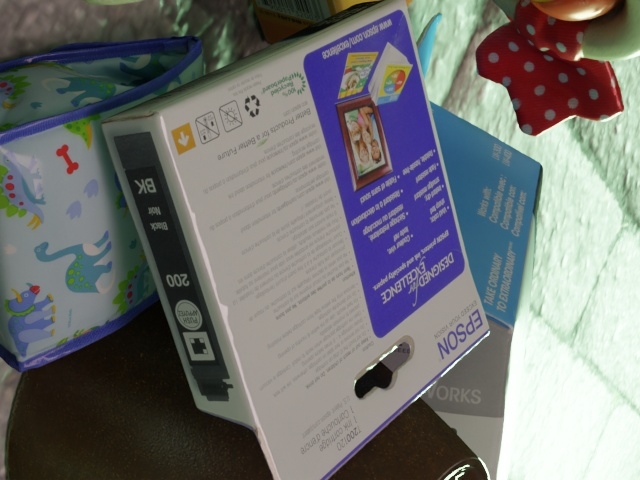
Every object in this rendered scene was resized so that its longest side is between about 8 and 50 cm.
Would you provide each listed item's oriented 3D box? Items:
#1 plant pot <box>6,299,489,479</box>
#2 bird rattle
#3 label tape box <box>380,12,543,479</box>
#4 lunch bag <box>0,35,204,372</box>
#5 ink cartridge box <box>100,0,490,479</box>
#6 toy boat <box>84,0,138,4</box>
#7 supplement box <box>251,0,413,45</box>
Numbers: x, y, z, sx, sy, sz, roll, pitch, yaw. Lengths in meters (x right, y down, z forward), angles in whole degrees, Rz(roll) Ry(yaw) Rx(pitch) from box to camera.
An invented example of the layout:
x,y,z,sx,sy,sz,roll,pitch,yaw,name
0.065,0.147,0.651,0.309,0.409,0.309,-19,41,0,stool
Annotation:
x,y,z,sx,sy,sz,roll,pitch,yaw,name
-0.026,0.131,0.763,0.215,0.230,0.215,-33,134,-44,plant pot
0.147,-0.174,0.858,0.143,0.207,0.253,-41,114,-18,bird rattle
0.096,0.044,0.935,0.249,0.115,0.348,-65,161,-59,label tape box
-0.118,-0.028,0.657,0.151,0.096,0.129,-24,128,-37,lunch bag
0.000,0.000,0.678,0.206,0.045,0.208,-33,112,-46,ink cartridge box
-0.048,-0.206,0.480,0.318,0.148,0.268,13,85,-68,toy boat
-0.013,-0.210,0.728,0.078,0.080,0.233,-52,147,-27,supplement box
